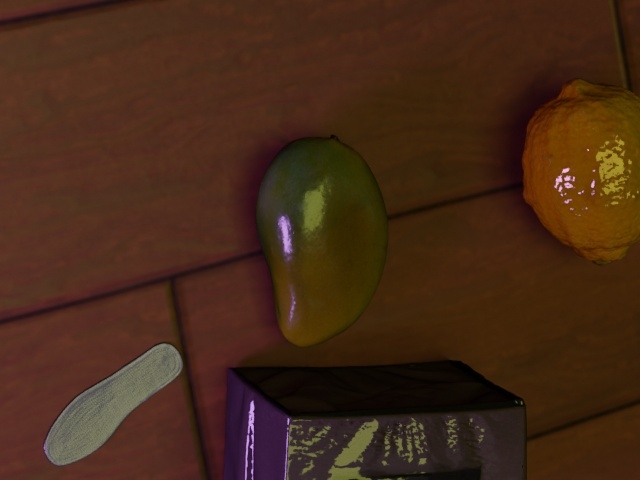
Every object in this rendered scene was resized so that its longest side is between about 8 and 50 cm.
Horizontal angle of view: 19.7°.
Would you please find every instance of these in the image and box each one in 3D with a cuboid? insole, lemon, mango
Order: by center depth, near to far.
[{"bbox_3d":[-0.187,0.147,1.661,0.152,0.002,0.053,-36,108,-15],"label":"insole"},{"bbox_3d":[0.003,-0.003,1.684,0.122,0.085,0.191,-20,114,-30],"label":"mango"},{"bbox_3d":[0.262,-0.063,1.752,0.142,0.142,0.187,-15,108,-21],"label":"lemon"}]

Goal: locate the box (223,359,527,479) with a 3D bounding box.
[{"bbox_3d":[0.049,0.200,1.672,0.252,0.188,0.153,0,99,-20],"label":"box"}]
